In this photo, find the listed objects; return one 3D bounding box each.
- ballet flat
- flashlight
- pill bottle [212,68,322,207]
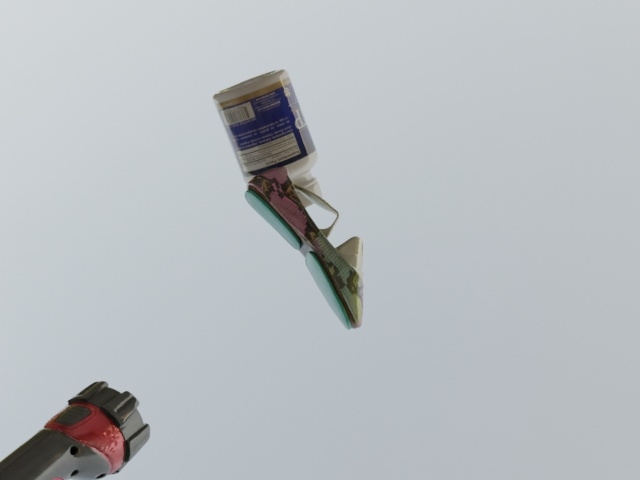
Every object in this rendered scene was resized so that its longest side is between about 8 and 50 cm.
[{"bbox_3d":[0.000,0.000,1.197,0.079,0.077,0.221,-36,-98,-16],"label":"ballet flat"},{"bbox_3d":[-0.303,0.261,1.039,0.103,0.103,0.304,-43,180,37],"label":"flashlight"},{"bbox_3d":[-0.067,-0.133,1.385,0.112,0.186,0.112,-19,-167,5],"label":"pill bottle"}]
